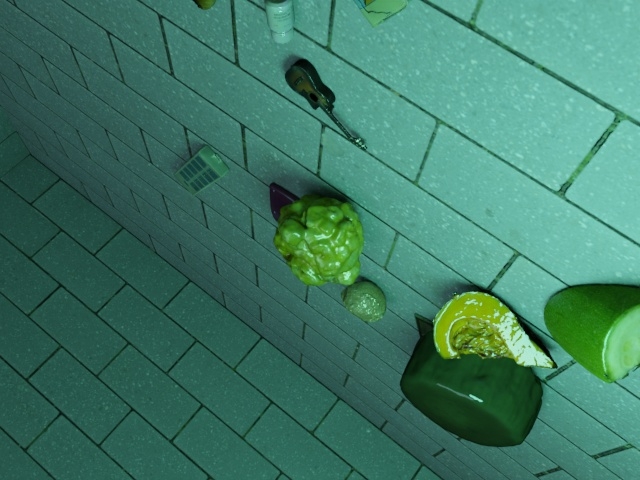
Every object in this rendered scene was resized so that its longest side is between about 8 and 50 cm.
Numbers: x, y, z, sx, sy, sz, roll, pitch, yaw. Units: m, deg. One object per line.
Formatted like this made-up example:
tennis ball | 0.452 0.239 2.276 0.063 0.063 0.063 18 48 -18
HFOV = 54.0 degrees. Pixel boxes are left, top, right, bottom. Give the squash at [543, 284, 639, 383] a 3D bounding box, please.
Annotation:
squash | 0.534 0.133 1.201 0.111 0.203 0.289 46 -171 -8

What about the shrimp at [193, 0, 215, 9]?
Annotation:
shrimp | -0.243 -0.542 1.195 0.117 0.066 0.262 39 156 6

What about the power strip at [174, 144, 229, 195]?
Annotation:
power strip | -0.394 -0.220 2.044 0.106 0.043 0.367 48 157 -13

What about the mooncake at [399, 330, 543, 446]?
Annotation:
mooncake | 0.398 0.387 1.659 0.356 0.194 0.356 27 155 14

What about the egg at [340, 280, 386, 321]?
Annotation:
egg | 0.129 0.177 1.832 0.140 0.116 0.118 38 129 6

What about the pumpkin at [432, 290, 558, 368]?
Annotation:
pumpkin | 0.410 0.196 1.465 0.278 0.163 0.111 3 -174 22

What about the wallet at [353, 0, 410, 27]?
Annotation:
wallet | 0.067 -0.411 0.968 0.155 0.039 0.110 48 158 -18

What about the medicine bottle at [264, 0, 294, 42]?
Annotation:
medicine bottle | -0.074 -0.415 1.167 0.052 0.052 0.089 32 155 21

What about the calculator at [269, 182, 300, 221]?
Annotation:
calculator | -0.097 -0.082 1.835 0.126 0.034 0.190 34 156 21

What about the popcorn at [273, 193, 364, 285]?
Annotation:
popcorn | 0.000 0.000 1.580 0.242 0.235 0.250 18 177 -4

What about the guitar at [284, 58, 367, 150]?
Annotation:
guitar | 0.018 -0.276 1.309 0.233 0.025 0.088 46 157 -12

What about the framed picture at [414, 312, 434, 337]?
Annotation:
framed picture | 0.375 0.303 1.799 0.231 0.010 0.173 26 153 33
